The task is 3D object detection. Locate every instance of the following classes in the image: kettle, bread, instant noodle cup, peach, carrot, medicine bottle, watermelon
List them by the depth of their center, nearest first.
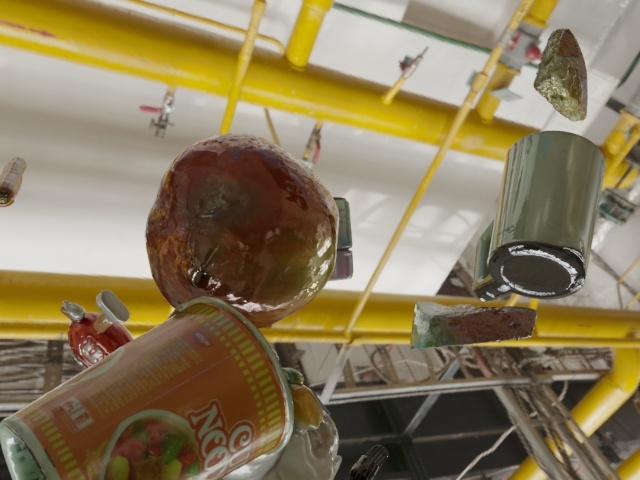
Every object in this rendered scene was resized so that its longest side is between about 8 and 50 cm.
[{"bbox_3d":[-0.144,0.151,0.455,0.168,0.168,0.185,41,-139,24],"label":"instant noodle cup"},{"bbox_3d":[-0.093,-0.002,0.630,0.232,0.232,0.257,30,-160,9],"label":"peach"},{"bbox_3d":[0.393,-0.245,0.875,0.136,0.054,0.154,54,-127,-28],"label":"bread"},{"bbox_3d":[-0.562,-0.113,1.006,0.043,0.043,0.248,9,-161,-24],"label":"carrot"},{"bbox_3d":[0.299,0.163,1.051,0.241,0.094,0.154,-1,176,-5],"label":"watermelon"},{"bbox_3d":[0.000,0.000,1.145,0.135,0.168,0.135,-4,178,0],"label":"medicine bottle"},{"bbox_3d":[0.534,-0.041,1.426,0.250,0.361,0.376,34,-124,-15],"label":"kettle"}]

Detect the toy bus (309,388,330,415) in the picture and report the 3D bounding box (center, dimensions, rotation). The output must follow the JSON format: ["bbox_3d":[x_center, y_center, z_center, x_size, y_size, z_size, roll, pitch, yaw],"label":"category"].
[{"bbox_3d":[-0.117,0.494,1.432,0.297,0.131,0.106,-12,-128,-46],"label":"toy bus"}]

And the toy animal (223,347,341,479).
[{"bbox_3d":[-0.064,0.260,0.757,0.154,0.325,0.208,-28,-113,0],"label":"toy animal"}]

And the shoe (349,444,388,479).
[{"bbox_3d":[0.134,0.596,1.483,0.062,0.053,0.159,33,-144,22],"label":"shoe"}]

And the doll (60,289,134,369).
[{"bbox_3d":[-0.346,0.162,0.887,0.183,0.217,0.085,54,-131,-17],"label":"doll"}]
